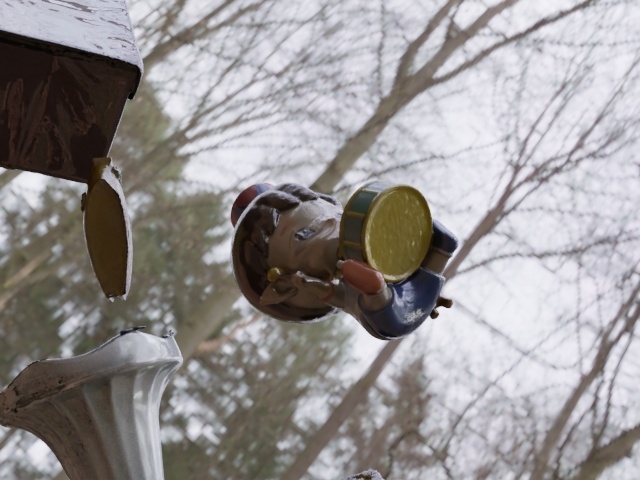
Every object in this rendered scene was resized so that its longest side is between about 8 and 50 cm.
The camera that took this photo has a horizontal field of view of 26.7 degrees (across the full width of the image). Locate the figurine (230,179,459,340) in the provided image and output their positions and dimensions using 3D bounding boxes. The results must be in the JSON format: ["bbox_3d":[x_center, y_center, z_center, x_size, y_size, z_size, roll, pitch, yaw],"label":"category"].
[{"bbox_3d":[0.001,0.009,1.369,0.275,0.161,0.158,8,-69,43],"label":"figurine"}]

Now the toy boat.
[{"bbox_3d":[-0.216,-0.010,1.369,0.047,0.049,0.149,-6,-84,-4],"label":"toy boat"}]

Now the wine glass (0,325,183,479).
[{"bbox_3d":[-0.169,0.187,1.103,0.165,0.165,0.196,-31,-108,43],"label":"wine glass"}]

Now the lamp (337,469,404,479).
[{"bbox_3d":[0.066,0.382,1.576,0.227,0.227,0.227,17,-51,23],"label":"lamp"}]

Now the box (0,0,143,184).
[{"bbox_3d":[-0.306,-0.185,1.447,0.188,0.252,0.153,12,-65,-21],"label":"box"}]
